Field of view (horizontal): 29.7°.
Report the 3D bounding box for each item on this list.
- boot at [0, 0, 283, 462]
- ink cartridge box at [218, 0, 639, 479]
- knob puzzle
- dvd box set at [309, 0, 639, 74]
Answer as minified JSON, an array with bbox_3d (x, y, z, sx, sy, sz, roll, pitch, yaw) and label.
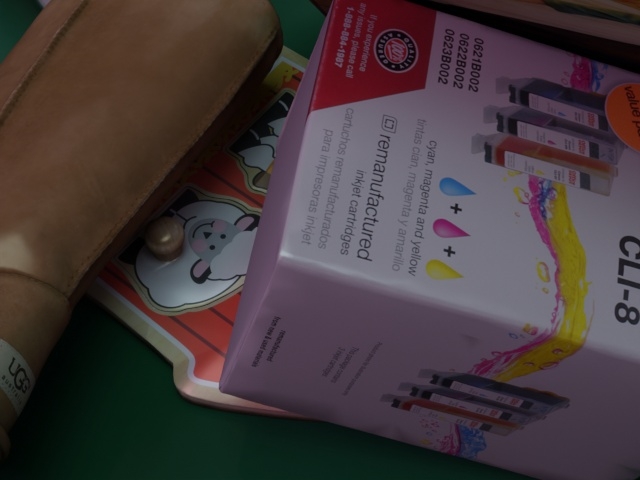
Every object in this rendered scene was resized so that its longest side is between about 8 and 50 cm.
[{"bbox_3d":[-0.172,-0.024,0.558,0.236,0.089,0.270,13,52,19],"label":"boot"},{"bbox_3d":[0.066,0.006,0.479,0.176,0.127,0.128,16,59,-7],"label":"ink cartridge box"},{"bbox_3d":[0.000,0.000,0.564,0.213,0.030,0.213,-1,58,1],"label":"knob puzzle"},{"bbox_3d":[0.189,-0.077,0.458,0.420,0.307,0.062,16,92,11],"label":"dvd box set"}]
